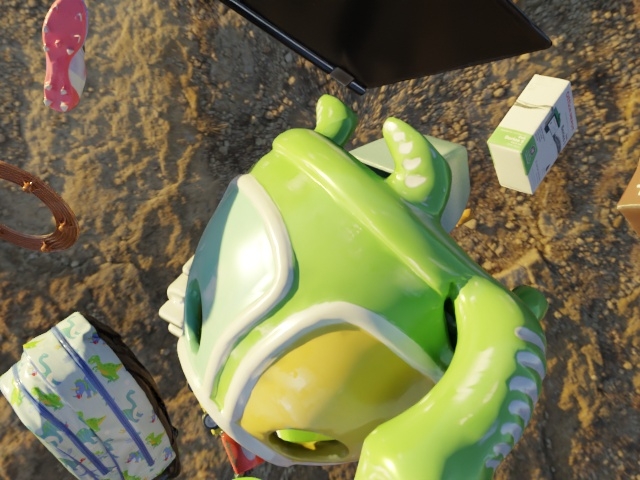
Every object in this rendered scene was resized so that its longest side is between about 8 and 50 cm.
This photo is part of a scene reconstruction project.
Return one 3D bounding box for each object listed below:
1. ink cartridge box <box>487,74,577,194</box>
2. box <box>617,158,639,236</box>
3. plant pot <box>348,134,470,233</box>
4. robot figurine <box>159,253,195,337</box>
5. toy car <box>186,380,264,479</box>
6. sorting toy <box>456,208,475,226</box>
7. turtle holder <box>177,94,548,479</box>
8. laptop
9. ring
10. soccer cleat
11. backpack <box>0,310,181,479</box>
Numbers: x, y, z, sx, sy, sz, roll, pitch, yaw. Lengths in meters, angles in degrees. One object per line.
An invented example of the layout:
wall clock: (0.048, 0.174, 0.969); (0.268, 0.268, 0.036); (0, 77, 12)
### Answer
ink cartridge box: (0.490, -0.244, 1.413); (0.092, 0.160, 0.219); (26, 72, 40)
box: (0.454, -0.035, 0.625); (0.203, 0.167, 0.168); (42, 72, -23)
plant pot: (0.253, -0.150, 1.615); (0.252, 0.248, 0.247); (-34, 128, -24)
robot figurine: (-0.305, 0.137, 1.814); (0.199, 0.353, 0.300); (24, 145, 31)
toy car: (-0.074, 0.242, 0.657); (0.053, 0.225, 0.239); (-22, 134, -9)
sorting toy: (0.290, -0.064, 1.834); (0.307, 0.041, 0.229); (-28, 79, -3)
turtle holder: (0.031, 0.065, 0.461); (0.227, 0.243, 0.320); (-45, 58, 0)
laptop: (-0.019, -0.348, 0.643); (0.382, 0.408, 0.236); (25, 133, -35)
ring: (-0.772, -0.074, 1.546); (0.336, 0.032, 0.336); (10, 142, 8)
soccer cleat: (-0.508, -0.378, 1.244); (0.083, 0.095, 0.248); (17, 122, -6)
backpack: (-0.414, 0.295, 1.134); (0.290, 0.273, 0.355); (45, 141, 30)
